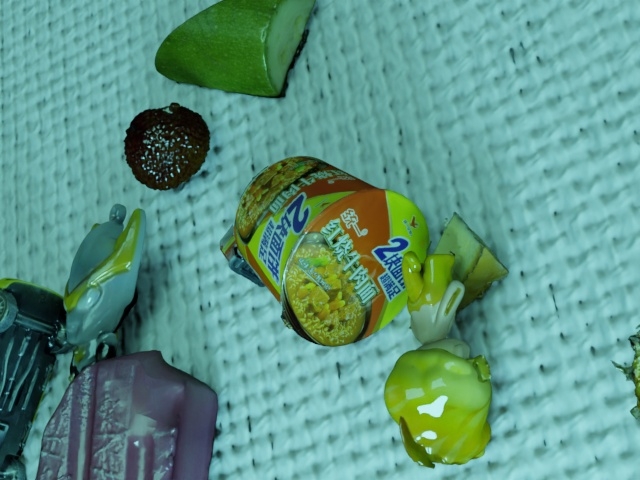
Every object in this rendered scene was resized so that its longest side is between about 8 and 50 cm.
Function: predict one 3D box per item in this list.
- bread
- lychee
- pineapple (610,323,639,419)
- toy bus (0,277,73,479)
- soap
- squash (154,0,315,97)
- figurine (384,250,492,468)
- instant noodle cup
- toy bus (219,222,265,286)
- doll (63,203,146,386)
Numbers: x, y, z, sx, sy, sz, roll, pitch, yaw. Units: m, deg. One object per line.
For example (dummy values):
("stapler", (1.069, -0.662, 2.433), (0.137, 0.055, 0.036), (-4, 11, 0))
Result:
("bread", (0.153, 0.032, 1.590), (0.109, 0.080, 0.084), (-40, 50, 11))
("lychee", (-0.222, -0.134, 1.910), (0.129, 0.123, 0.123), (-58, 43, 37))
("pineapple", (0.375, 0.145, 1.387), (0.135, 0.079, 0.233), (-6, 60, 24))
("toy bus", (-0.482, 0.215, 1.921), (0.152, 0.144, 0.330), (11, 78, 39))
("soap", (-0.255, 0.305, 1.712), (0.220, 0.127, 0.325), (-5, 69, 22))
("squash", (-0.143, -0.311, 1.945), (0.252, 0.093, 0.170), (15, 81, 39))
("figurine", (0.132, 0.138, 1.522), (0.156, 0.131, 0.246), (-39, 50, 53))
("instant noodle cup", (0.000, 0.000, 1.645), (0.213, 0.213, 0.174), (-55, 42, 3))
("toy bus", (-0.057, -0.029, 1.772), (0.174, 0.079, 0.077), (-51, 41, 5))
("doll", (-0.311, 0.101, 1.881), (0.103, 0.145, 0.316), (6, 77, -8))
